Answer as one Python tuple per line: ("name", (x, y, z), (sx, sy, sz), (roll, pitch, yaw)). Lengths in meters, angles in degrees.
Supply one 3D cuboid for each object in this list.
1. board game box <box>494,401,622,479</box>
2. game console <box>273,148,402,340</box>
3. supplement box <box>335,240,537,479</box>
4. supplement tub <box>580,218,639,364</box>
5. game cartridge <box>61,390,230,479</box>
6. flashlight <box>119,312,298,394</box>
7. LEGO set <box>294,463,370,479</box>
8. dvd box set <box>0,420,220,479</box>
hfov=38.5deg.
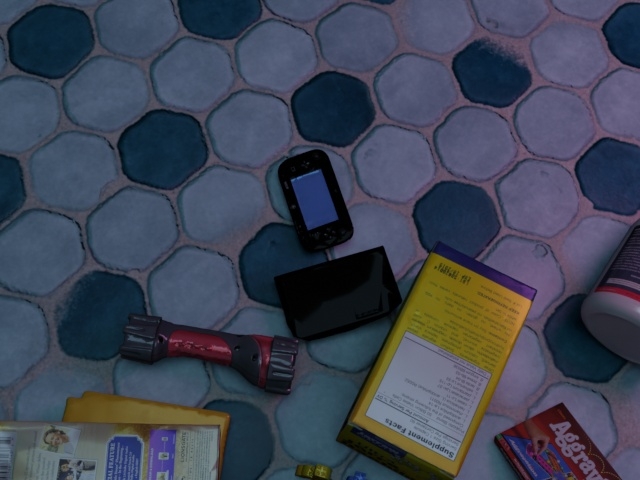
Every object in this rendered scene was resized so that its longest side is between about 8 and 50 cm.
("board game box", (0.434, 0.418, 1.557), (0.145, 0.027, 0.281), (-23, 51, -14))
("game console", (0.000, 0.000, 1.713), (0.213, 0.044, 0.361), (-16, 70, -6))
("supplement box", (0.196, 0.218, 1.575), (0.194, 0.195, 0.356), (27, 69, 5))
("supplement tub", (0.618, 0.075, 1.668), (0.191, 0.191, 0.272), (35, 71, 8))
("game cartridge", (-0.316, 0.428, 1.532), (0.285, 0.052, 0.323), (10, 67, -1))
("flashlight", (-0.194, 0.197, 1.598), (0.304, 0.103, 0.103), (9, 72, -3))
("LEGO set", (0.015, 0.420, 1.536), (0.227, 0.093, 0.087), (14, 69, 0))
("dvd box set", (-0.375, 0.445, 1.459), (0.420, 0.062, 0.307), (1, 69, -5))
